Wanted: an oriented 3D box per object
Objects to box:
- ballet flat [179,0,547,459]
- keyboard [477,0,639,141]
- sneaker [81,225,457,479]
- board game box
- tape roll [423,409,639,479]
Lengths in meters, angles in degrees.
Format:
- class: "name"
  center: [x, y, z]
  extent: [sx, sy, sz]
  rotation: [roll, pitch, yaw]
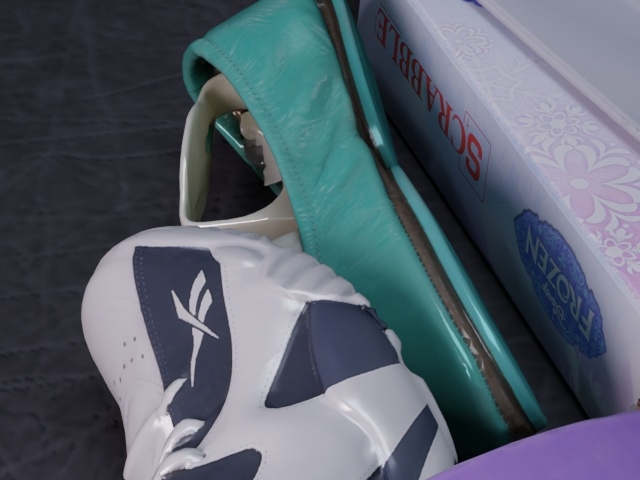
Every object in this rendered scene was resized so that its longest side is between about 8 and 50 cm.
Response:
- class: "ballet flat"
  center: [0.000, 0.000, 0.622]
  extent: [0.087, 0.083, 0.247]
  rotation: [-25, 40, 3]
- class: "keyboard"
  center: [0.088, -0.102, 0.699]
  extent: [0.072, 0.014, 0.256]
  rotation: [-19, 41, -20]
- class: "sneaker"
  center: [-0.041, 0.086, 0.476]
  extent: [0.153, 0.094, 0.235]
  rotation: [-13, 50, -34]
- class: "board game box"
  center: [0.215, -0.029, 0.674]
  extent: [0.318, 0.065, 0.318]
  rotation: [-10, 39, -17]
- class: "tape roll"
  center: [0.056, 0.128, 0.354]
  extent: [0.189, 0.189, 0.080]
  rotation: [-11, 41, -19]
